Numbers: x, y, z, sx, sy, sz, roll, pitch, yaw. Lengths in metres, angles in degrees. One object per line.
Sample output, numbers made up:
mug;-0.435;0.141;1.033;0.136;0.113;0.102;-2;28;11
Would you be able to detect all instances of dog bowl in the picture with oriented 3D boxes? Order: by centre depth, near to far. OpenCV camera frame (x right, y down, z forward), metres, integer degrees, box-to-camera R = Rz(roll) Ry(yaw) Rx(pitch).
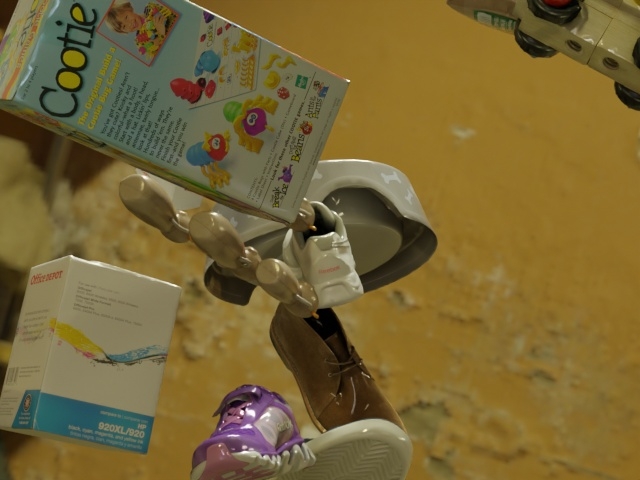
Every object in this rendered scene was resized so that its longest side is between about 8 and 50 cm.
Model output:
dog bowl;-0.007;-0.009;2.136;0.348;0.102;0.349;-10;-22;-4

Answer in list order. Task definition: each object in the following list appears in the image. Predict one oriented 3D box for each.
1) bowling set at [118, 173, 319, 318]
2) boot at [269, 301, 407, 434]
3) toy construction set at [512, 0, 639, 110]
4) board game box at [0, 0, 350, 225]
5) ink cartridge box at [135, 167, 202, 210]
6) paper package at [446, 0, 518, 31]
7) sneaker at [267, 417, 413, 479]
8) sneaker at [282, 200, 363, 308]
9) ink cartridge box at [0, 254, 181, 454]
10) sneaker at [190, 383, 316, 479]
bowling set;-0.074;-0.046;1.733;0.287;0.200;0.154;34;-6;27
boot;0.026;0.199;2.139;0.305;0.112;0.115;52;-27;22
toy construction set;0.288;-0.225;1.288;0.327;0.215;0.151;23;-26;21
board game box;-0.141;-0.134;1.301;0.275;0.144;0.142;24;-4;-26
ink cartridge box;-0.192;-0.122;1.966;0.056;0.135;0.099;-10;44;-37
paper package;0.324;-0.470;2.225;0.168;0.310;0.325;14;7;11
sneaker;-0.008;0.290;1.844;0.131;0.148;0.350;39;-52;-16
sneaker;0.000;0.000;1.816;0.090;0.115;0.232;-13;17;-10
ink cartridge box;-0.313;0.156;1.957;0.168;0.233;0.171;17;-13;-26
sneaker;-0.080;0.204;1.534;0.095;0.105;0.236;-15;-9;14
